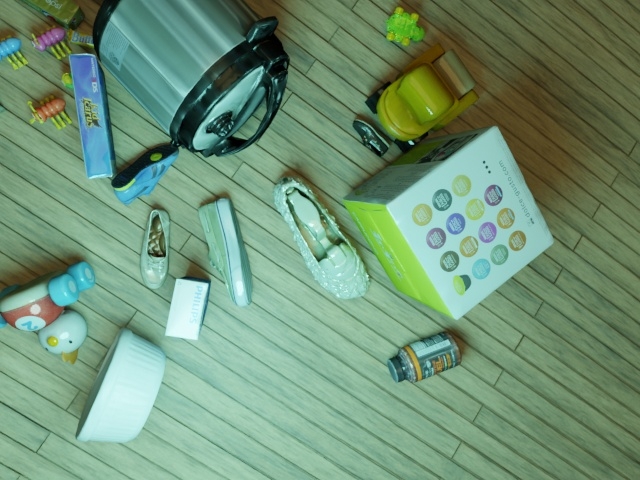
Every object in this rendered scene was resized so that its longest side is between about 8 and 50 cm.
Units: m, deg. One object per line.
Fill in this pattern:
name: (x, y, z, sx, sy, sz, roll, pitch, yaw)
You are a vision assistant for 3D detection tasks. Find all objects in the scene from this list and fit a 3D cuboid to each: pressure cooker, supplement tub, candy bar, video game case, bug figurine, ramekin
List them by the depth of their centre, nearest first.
video game case: (-0.544, -0.290, 1.245, 0.061, 0.244, 0.270, -7, 101, -19)
ramekin: (-0.478, 0.360, 1.251, 0.127, 0.273, 0.273, 24, 83, -20)
pressure cooker: (-0.286, -0.420, 1.261, 0.375, 0.370, 0.420, -44, 92, -6)
bug figurine: (-0.720, -0.444, 1.332, 0.216, 0.072, 0.279, -37, 94, -10)
candy bar: (-0.588, -0.524, 1.363, 0.161, 0.018, 0.040, 3, 89, -36)
supplement tub: (0.294, 0.340, 1.465, 0.197, 0.106, 0.106, -19, 91, -10)

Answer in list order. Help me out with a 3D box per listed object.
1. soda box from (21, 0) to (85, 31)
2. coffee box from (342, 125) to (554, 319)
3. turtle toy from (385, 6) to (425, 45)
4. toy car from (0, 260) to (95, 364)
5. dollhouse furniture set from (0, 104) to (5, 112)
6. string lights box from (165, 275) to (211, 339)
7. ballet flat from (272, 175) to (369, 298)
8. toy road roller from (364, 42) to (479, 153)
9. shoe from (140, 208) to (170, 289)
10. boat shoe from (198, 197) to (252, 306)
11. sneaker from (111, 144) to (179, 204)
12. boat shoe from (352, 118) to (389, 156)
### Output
soda box: (-0.722, -0.630, 1.347, 0.181, 0.058, 0.061, 31, 82, -8)
coffee box: (0.313, -0.054, 1.341, 0.334, 0.338, 0.338, -36, 105, -9)
turtle toy: (0.251, -0.628, 1.519, 0.130, 0.066, 0.095, 16, 108, -12)
toy car: (-0.656, 0.207, 1.261, 0.219, 0.210, 0.238, -20, 104, 0)
dollhouse furniture set: (-0.927, -0.383, 1.276, 0.161, 0.101, 0.182, -30, 93, -10)
string lights box: (-0.324, 0.161, 1.281, 0.076, 0.259, 0.133, 11, 85, -10)
ballet flat: (0.000, 0.000, 1.413, 0.147, 0.147, 0.409, -36, 95, -10)
toy road roller: (0.307, -0.413, 1.431, 0.329, 0.240, 0.202, -39, 95, -10)
shoe: (-0.443, 0.022, 1.368, 0.076, 0.058, 0.219, 3, 87, -10)
boat shoe: (-0.256, 0.036, 1.391, 0.094, 0.109, 0.302, -14, 81, 5)
sneaker: (-0.462, -0.178, 1.379, 0.069, 0.082, 0.209, 30, 62, 31)
boat shoe: (0.142, -0.299, 1.493, 0.133, 0.049, 0.042, 42, 73, -10)
